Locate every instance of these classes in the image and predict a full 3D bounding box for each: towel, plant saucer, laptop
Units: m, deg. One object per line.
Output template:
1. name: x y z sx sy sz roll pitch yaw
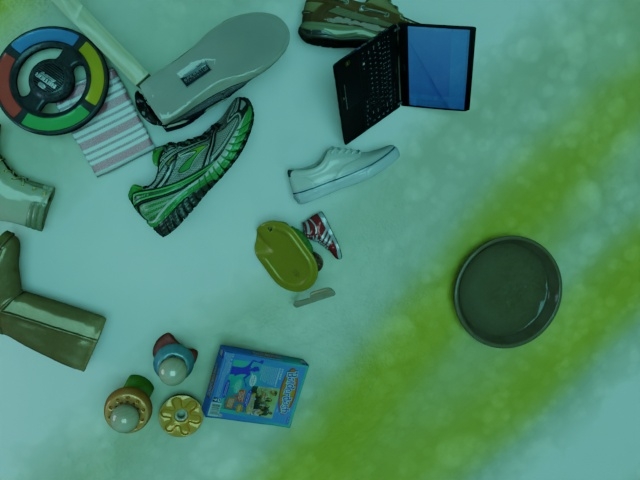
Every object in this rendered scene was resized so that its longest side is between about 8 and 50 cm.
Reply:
1. towel: -0.458 -0.251 1.415 0.144 0.029 0.197 -27 104 -5
2. plant saucer: 0.451 0.124 1.614 0.278 0.041 0.277 -1 98 -9
3. laptop: 0.177 -0.316 1.390 0.264 0.234 0.136 -37 58 -16

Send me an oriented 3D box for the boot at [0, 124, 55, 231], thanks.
1. boot: -0.633 -0.133 1.376 0.165 0.077 0.213 12 101 -10

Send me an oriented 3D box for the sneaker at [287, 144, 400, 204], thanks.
1. sneaker: 0.050 -0.168 1.476 0.258 0.094 0.091 -24 104 -5

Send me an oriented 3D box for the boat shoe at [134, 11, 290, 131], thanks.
1. boat shoe: -0.222 -0.345 1.376 0.341 0.158 0.127 -30 93 -7

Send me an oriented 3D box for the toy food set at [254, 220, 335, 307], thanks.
1. toy food set: -0.057 0.041 1.504 0.128 0.071 0.217 -30 98 33

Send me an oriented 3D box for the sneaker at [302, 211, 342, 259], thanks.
1. sneaker: 0.000 0.000 1.518 0.067 0.042 0.118 -27 94 -9

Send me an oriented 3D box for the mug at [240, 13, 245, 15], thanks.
1. mug: -0.159 -0.445 1.413 0.062 0.078 0.064 -35 94 19

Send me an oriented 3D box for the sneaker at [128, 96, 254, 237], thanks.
1. sneaker: -0.269 -0.174 1.401 0.146 0.134 0.343 42 90 -12

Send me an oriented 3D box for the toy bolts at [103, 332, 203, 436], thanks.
1. toy bolts: -0.335 0.340 1.451 0.218 0.158 0.228 30 92 -12

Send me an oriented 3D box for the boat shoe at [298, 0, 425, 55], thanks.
1. boat shoe: 0.117 -0.473 1.431 0.324 0.122 0.119 4 94 -11

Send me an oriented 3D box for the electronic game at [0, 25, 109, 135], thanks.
1. electronic game: -0.547 -0.325 1.352 0.229 0.048 0.229 0 84 -3

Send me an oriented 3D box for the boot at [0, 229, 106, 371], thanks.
1. boot: -0.588 0.130 1.421 0.270 0.089 0.236 24 104 -12

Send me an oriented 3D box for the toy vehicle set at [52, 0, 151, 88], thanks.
1. toy vehicle set: -0.443 -0.411 1.321 0.035 0.166 0.267 -45 103 -1

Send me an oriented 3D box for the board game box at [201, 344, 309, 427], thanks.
1. board game box: -0.147 0.335 1.519 0.210 0.047 0.160 16 95 -24
